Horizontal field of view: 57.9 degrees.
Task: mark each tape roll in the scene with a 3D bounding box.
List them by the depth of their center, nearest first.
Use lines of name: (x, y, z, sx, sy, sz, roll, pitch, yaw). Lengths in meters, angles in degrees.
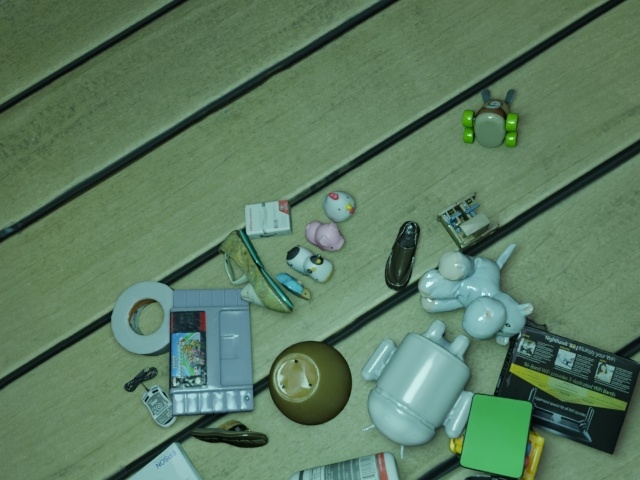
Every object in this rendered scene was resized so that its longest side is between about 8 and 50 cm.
tape roll: (-0.511, 0.235, 1.740, 0.219, 0.072, 0.219, -2, 74, 7)

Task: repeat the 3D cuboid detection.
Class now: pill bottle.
pill bottle: (0.033, 0.677, 1.463, 0.362, 0.210, 0.210, -14, 72, 4)

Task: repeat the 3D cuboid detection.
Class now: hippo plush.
hippo plush: (0.418, 0.174, 1.535, 0.294, 0.234, 0.237, -2, 49, -32)

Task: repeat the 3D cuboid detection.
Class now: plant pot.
plant pot: (-0.042, 0.370, 1.541, 0.237, 0.254, 0.237, -2, 73, 6)

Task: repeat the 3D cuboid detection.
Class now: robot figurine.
robot figurine: (0.258, 0.386, 1.520, 0.300, 0.200, 0.353, 32, 81, 22)

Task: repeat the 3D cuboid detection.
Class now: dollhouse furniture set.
dollhouse furniture set: (0.424, -0.069, 1.639, 0.129, 0.184, 0.129, -31, 72, -2)

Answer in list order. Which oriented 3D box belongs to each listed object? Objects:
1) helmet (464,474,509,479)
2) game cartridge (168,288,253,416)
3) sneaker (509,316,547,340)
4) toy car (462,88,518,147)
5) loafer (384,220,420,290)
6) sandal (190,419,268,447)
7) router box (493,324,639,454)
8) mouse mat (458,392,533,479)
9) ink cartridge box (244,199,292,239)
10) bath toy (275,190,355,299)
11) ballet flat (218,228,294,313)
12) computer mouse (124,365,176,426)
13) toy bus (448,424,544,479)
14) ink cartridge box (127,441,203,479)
helmet: (0.402, 0.660, 1.381, 0.169, 0.169, 0.162, 6, 56, 10)
game cartridge: (-0.311, 0.310, 1.644, 0.230, 0.068, 0.355, 2, 66, -17)
sneaker: (0.551, 0.240, 1.609, 0.158, 0.061, 0.065, 14, 49, 11)
toy car: (0.526, -0.391, 1.752, 0.155, 0.149, 0.188, 10, 64, 21)
loafer: (0.236, 0.038, 1.689, 0.080, 0.078, 0.220, 11, 76, 11)
sandal: (-0.254, 0.536, 1.623, 0.219, 0.090, 0.060, 0, 52, 15)
router box: (0.630, 0.377, 1.505, 0.308, 0.081, 0.243, 18, 91, 11)
mouse mat: (0.421, 0.463, 1.384, 0.152, 0.007, 0.190, 0, 56, 35)
ink cartridge box: (-0.159, -0.063, 1.786, 0.135, 0.056, 0.099, -7, 73, 5)
bath toy: (0.000, 0.000, 1.709, 0.151, 0.129, 0.348, 26, 78, 14)
ballet flat: (-0.199, 0.110, 1.686, 0.123, 0.123, 0.348, -36, 55, -3)
computer mouse: (-0.482, 0.464, 1.687, 0.106, 0.042, 0.193, -40, 67, -9)
toy bus: (0.445, 0.514, 1.454, 0.220, 0.211, 0.149, 19, 79, 14)
ink cartridge box: (-0.427, 0.719, 1.600, 0.223, 0.045, 0.224, -39, 73, -5)
